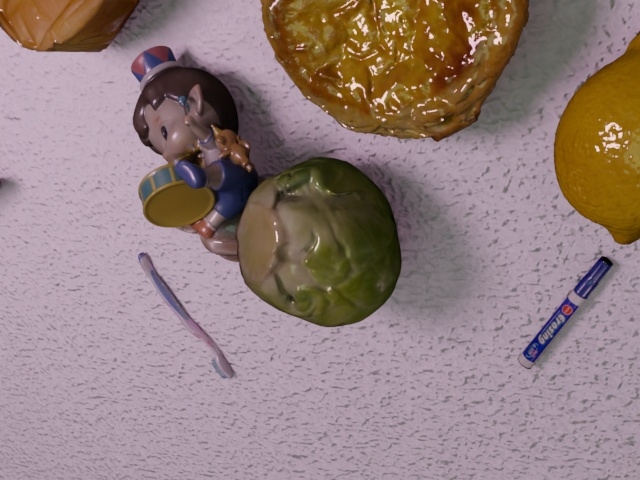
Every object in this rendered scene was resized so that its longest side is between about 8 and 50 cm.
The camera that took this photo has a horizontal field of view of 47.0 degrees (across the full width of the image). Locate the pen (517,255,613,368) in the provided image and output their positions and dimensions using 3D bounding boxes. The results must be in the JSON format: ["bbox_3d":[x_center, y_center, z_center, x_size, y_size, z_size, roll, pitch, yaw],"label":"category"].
[{"bbox_3d":[0.335,0.102,1.013,0.025,0.025,0.204,31,122,7],"label":"pen"}]

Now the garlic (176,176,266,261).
[{"bbox_3d":[-0.142,-0.038,1.105,0.194,0.131,0.127,11,136,26],"label":"garlic"}]

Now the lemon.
[{"bbox_3d":[0.355,-0.108,0.812,0.187,0.187,0.244,11,112,18],"label":"lemon"}]

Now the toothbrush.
[{"bbox_3d":[-0.235,0.133,1.277,0.027,0.021,0.269,-30,99,26],"label":"toothbrush"}]

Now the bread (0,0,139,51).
[{"bbox_3d":[-0.312,-0.383,0.991,0.288,0.156,0.204,-39,86,35],"label":"bread"}]

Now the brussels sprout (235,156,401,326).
[{"bbox_3d":[0.000,0.000,0.978,0.244,0.244,0.244,10,117,19],"label":"brussels sprout"}]

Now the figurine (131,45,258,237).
[{"bbox_3d":[-0.186,-0.145,1.018,0.158,0.275,0.161,-12,144,-13],"label":"figurine"}]

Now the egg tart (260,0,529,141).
[{"bbox_3d":[0.084,-0.285,0.878,0.341,0.129,0.341,10,119,19],"label":"egg tart"}]
